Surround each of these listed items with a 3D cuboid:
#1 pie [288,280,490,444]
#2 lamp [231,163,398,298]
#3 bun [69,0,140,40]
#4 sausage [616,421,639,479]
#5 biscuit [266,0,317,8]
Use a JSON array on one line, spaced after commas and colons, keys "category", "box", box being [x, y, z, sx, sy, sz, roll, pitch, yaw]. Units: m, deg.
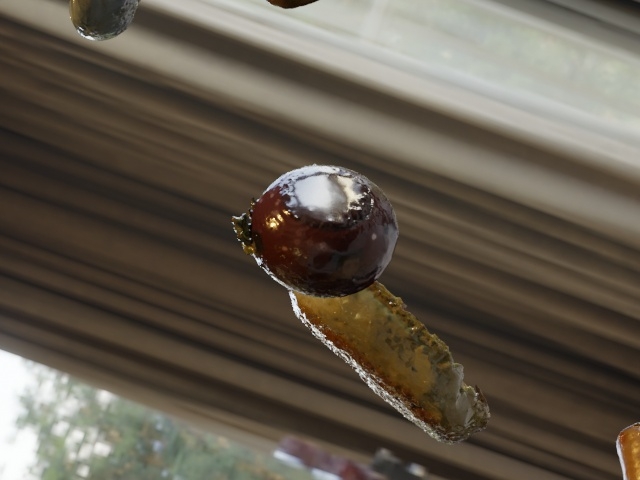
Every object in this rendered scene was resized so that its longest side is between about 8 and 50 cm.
[{"category": "pie", "box": [0.072, 0.136, 1.662, 0.092, 0.315, 0.315, -46, -2, -10]}, {"category": "lamp", "box": [0.003, -0.003, 1.423, 0.156, 0.157, 0.135, -35, -33, -30]}, {"category": "bun", "box": [-0.228, -0.286, 1.450, 0.141, 0.083, 0.141, -172, 90, -78]}, {"category": "sausage", "box": [0.513, 0.414, 2.048, 0.109, 0.109, 0.270, 114, 162, -59]}, {"category": "biscuit", "box": [0.039, -0.279, 1.136, 0.290, 0.208, 0.041, -49, -52, -40]}]
